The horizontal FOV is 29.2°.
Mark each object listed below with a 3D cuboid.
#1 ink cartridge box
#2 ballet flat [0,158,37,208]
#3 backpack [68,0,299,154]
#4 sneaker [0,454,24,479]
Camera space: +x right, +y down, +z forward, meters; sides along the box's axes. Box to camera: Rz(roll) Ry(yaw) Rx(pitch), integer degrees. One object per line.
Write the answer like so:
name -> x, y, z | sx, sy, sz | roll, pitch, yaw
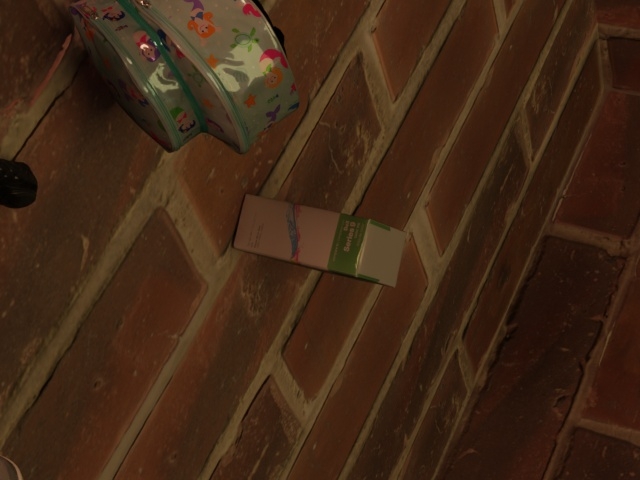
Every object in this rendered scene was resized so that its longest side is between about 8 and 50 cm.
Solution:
ink cartridge box -> 0.000, 0.000, 1.840 | 0.154, 0.212, 0.093 | 17, 85, -63
ballet flat -> -0.361, -0.076, 1.286 | 0.057, 0.049, 0.173 | -32, 155, 13
backpack -> -0.148, -0.214, 1.394 | 0.191, 0.253, 0.225 | -43, 145, -16
sneaker -> -0.350, 0.269, 1.072 | 0.295, 0.124, 0.178 | -74, 171, -46
